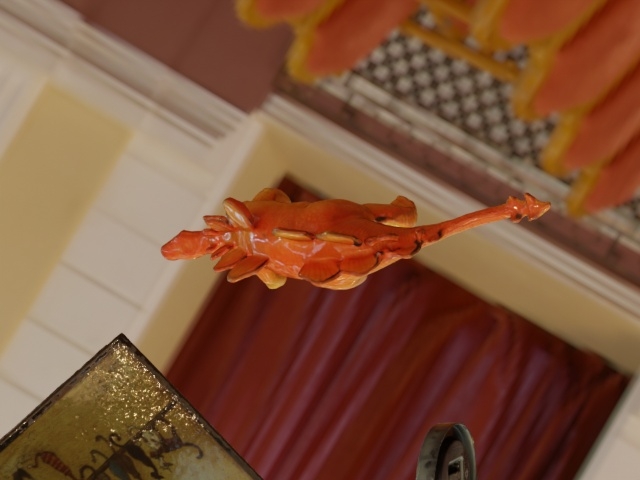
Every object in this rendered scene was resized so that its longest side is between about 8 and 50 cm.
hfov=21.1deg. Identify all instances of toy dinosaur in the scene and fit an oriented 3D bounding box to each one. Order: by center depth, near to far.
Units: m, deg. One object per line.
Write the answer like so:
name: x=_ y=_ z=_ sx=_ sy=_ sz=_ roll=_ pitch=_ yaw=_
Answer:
toy dinosaur: x=0.000 y=0.000 z=1.098 sx=0.288 sy=0.070 sz=0.117 roll=-3 pitch=-176 yaw=36

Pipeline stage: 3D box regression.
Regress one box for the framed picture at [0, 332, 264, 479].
framed picture: x=-0.193 y=0.295 z=1.805 sx=0.339 sy=0.255 sz=0.014 roll=49 pitch=179 yaw=-21

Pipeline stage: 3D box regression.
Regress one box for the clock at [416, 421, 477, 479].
clock: x=0.094 y=0.177 z=1.280 sx=0.017 sy=0.085 sz=0.085 roll=1 pitch=163 yaw=27
